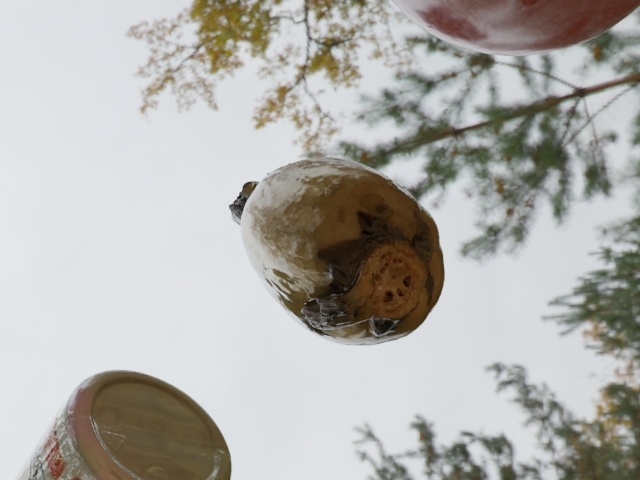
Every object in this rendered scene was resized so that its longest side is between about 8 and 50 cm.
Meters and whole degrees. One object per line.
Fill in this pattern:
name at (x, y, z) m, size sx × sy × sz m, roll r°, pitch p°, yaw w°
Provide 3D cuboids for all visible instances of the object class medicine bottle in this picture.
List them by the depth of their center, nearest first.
medicine bottle at (-0.281, 0.343, 1.129) m, size 0.252 × 0.241 × 0.252 m, roll 31°, pitch -161°, yaw -12°

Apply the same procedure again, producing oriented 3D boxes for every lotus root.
lotus root at (0.000, 0.000, 0.852) m, size 0.183 × 0.310 × 0.182 m, roll -9°, pitch -72°, yaw -29°

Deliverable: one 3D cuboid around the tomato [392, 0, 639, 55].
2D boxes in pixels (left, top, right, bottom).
tomato at (0.161, -0.269, 0.593) m, size 0.227 × 0.270 × 0.270 m, roll 7°, pitch -105°, yaw -27°
